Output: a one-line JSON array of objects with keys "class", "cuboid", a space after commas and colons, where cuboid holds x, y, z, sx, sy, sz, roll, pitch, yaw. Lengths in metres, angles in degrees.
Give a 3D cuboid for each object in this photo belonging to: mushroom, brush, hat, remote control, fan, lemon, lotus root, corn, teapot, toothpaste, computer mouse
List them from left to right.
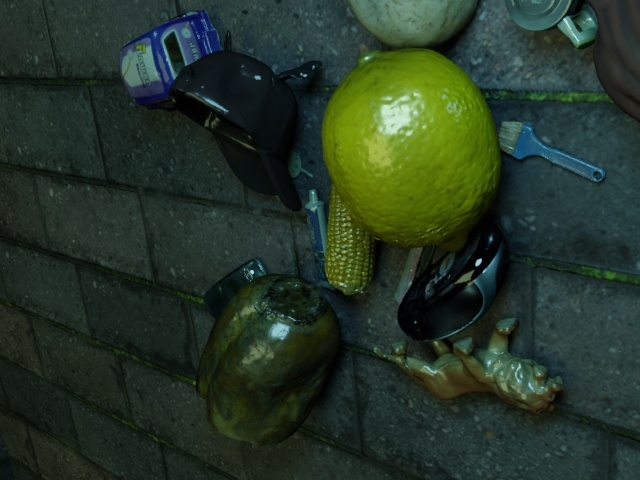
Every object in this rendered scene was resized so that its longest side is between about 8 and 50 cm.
[{"class": "remote control", "cuboid": [-0.187, 0.105, 1.597, 0.222, 0.042, 0.072, -38, 79, 45]}, {"class": "hat", "cuboid": [-0.099, -0.223, 1.307, 0.238, 0.209, 0.336, 24, 160, 52]}, {"class": "lotus root", "cuboid": [-0.095, 0.215, 1.427, 0.250, 0.250, 0.346, 43, 132, 20]}, {"class": "fan", "cuboid": [-0.043, -0.138, 1.379, 0.083, 0.004, 0.056, 34, 128, 28]}, {"class": "toothpaste", "cuboid": [0.000, 0.000, 1.382, 0.057, 0.035, 0.197, 19, 124, 55]}, {"class": "corn", "cuboid": [0.056, -0.030, 1.275, 0.091, 0.091, 0.260, 13, 114, 19]}, {"class": "mushroom", "cuboid": [0.096, -0.384, 1.005, 0.195, 0.189, 0.254, 6, 109, 39]}, {"class": "lemon", "cuboid": [0.131, -0.122, 1.053, 0.245, 0.245, 0.320, -6, 118, 44]}, {"class": "computer mouse", "cuboid": [0.215, 0.073, 1.146, 0.096, 0.137, 0.233, 39, 132, -2]}, {"class": "brush", "cuboid": [0.321, -0.121, 1.038, 0.164, 0.014, 0.051, 32, 129, 29]}, {"class": "teapot", "cuboid": [0.294, -0.295, 0.930, 0.092, 0.091, 0.124, -4, 100, 45]}]

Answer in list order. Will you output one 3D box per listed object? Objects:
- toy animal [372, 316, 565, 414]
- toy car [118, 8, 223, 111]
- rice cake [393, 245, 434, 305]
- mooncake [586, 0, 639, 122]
[{"class": "toy animal", "cuboid": [0.246, 0.214, 1.208, 0.312, 0.097, 0.157, -13, 106, 47]}, {"class": "toy car", "cuboid": [-0.299, -0.331, 1.421, 0.235, 0.158, 0.172, -8, 103, 44]}, {"class": "rice cake", "cuboid": [0.166, 0.028, 1.238, 0.033, 0.033, 0.208, 41, 131, 35]}, {"class": "mooncake", "cuboid": [0.416, -0.274, 0.734, 0.326, 0.174, 0.334, -16, 95, 60]}]
